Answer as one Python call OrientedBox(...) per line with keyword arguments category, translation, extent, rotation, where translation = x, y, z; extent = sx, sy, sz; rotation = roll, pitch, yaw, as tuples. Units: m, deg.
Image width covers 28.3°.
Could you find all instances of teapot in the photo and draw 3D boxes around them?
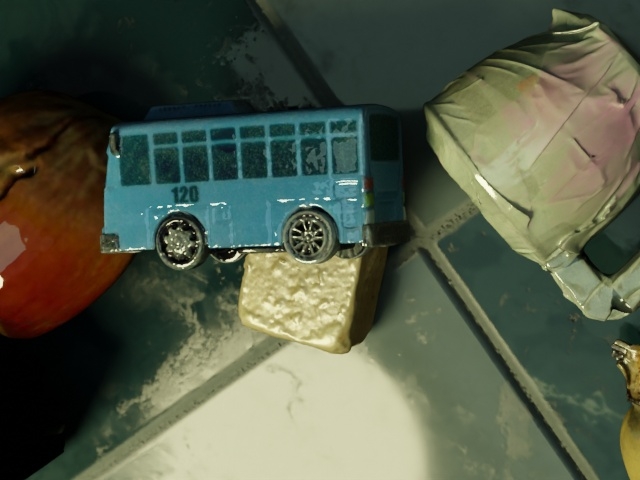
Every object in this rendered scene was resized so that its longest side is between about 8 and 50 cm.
OrientedBox(category="teapot", translation=(0.201, -0.070, 0.984), extent=(0.178, 0.163, 0.222), rotation=(-39, 56, 10))

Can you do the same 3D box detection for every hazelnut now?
OrientedBox(category="hazelnut", translation=(-0.260, -0.031, 1.138), extent=(0.212, 0.181, 0.181), rotation=(49, 129, 18))

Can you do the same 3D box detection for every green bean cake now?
OrientedBox(category="green bean cake", translation=(0.000, 0.000, 1.106), extent=(0.109, 0.085, 0.179), rotation=(13, 99, 19))

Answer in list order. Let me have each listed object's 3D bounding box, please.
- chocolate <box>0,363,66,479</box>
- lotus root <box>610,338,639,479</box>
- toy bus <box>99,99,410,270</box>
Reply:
OrientedBox(category="chocolate", translation=(-0.471, 0.127, 1.148), extent=(0.383, 0.383, 0.331), rotation=(-32, 75, 18))
OrientedBox(category="lotus root", translation=(0.306, 0.171, 1.013), extent=(0.125, 0.118, 0.221), rotation=(-28, 89, 1))
OrientedBox(category="toy bus", translation=(-0.055, -0.046, 1.018), extent=(0.234, 0.116, 0.134), rotation=(-2, 93, 20))
